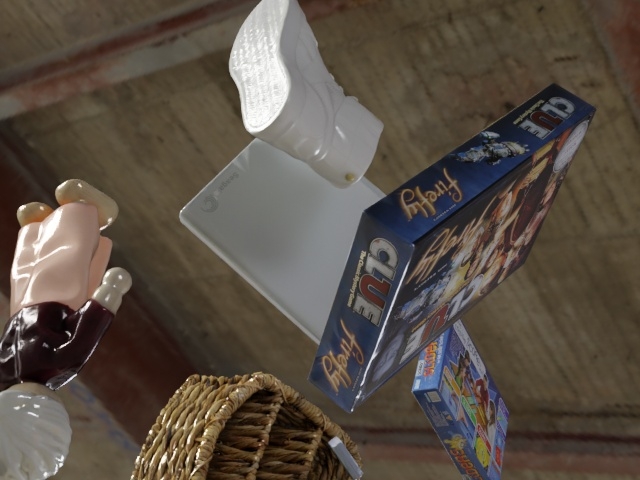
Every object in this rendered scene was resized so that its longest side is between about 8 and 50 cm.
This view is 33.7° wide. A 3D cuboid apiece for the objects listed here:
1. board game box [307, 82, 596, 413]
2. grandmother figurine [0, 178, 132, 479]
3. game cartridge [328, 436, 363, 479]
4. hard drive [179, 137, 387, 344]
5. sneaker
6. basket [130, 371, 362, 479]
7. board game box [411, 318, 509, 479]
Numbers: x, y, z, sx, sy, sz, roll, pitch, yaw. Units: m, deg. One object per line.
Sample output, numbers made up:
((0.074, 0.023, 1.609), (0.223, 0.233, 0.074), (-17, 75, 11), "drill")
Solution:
((0.098, 0.001, 0.762), (0.042, 0.243, 0.165), (36, -45, 21), "board game box")
((-0.272, 0.088, 1.060), (0.208, 0.342, 0.104), (-33, -53, 28), "grandmother figurine")
((0.030, 0.267, 1.299), (0.056, 0.017, 0.083), (58, -7, 10), "game cartridge")
((0.000, 0.000, 1.356), (0.307, 0.203, 0.040), (41, -16, 11), "hard drive")
((-0.014, -0.177, 1.278), (0.169, 0.292, 0.108), (34, -59, -31), "sneaker")
((-0.091, 0.312, 1.314), (0.223, 0.299, 0.213), (0, -50, 19), "basket")
((0.176, 0.197, 1.293), (0.035, 0.136, 0.201), (-12, -54, 27), "board game box")
